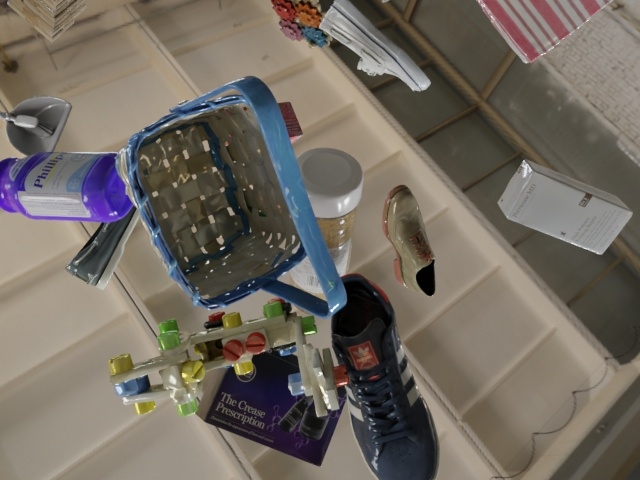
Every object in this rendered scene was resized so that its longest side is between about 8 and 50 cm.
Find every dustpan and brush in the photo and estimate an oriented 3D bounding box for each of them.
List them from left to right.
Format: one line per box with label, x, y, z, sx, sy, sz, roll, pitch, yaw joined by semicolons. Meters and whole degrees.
dustpan and brush;-0.671;-0.266;1.158;0.211;0.060;0.147;14;-99;27

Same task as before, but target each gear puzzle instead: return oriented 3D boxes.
gear puzzle;-0.076;-0.650;1.397;0.175;0.339;0.044;23;-106;21

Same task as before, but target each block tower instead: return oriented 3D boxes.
block tower;-0.404;-0.434;0.778;0.097;0.335;0.091;41;-116;-20

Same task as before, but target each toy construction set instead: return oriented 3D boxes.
toy construction set;-0.121;0.172;0.773;0.328;0.215;0.151;1;-86;1

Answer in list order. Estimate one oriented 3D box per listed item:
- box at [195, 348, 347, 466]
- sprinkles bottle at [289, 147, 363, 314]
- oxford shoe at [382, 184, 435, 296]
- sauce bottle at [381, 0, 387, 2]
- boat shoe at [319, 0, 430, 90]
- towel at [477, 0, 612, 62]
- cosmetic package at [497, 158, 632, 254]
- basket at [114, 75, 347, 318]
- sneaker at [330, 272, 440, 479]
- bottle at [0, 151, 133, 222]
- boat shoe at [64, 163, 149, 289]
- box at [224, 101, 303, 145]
box;-0.091;0.319;1.056;0.261;0.103;0.184;28;-109;-18
sprinkles bottle;0.000;0.000;0.953;0.121;0.355;0.121;2;-129;-2
oxford shoe;0.266;0.006;1.435;0.123;0.348;0.130;-32;-144;-16
sauce bottle;0.025;-0.271;0.461;0.042;0.042;0.128;-40;-92;-25
boat shoe;0.097;-0.339;0.943;0.226;0.083;0.076;42;-73;-2
towel;0.367;-0.396;0.811;0.144;0.197;0.029;48;-146;-8
cosmetic package;0.512;-0.070;1.093;0.231;0.117;0.085;19;-152;-7
basket;-0.102;-0.049;0.592;0.201;0.289;0.254;-30;-63;-27
sneaker;0.082;0.208;0.798;0.131;0.148;0.350;-22;-122;6
bottle;-0.446;-0.090;0.851;0.283;0.092;0.118;3;-132;14
boat shoe;-0.458;-0.054;1.148;0.099;0.116;0.319;25;-99;-19
box;-0.200;-0.333;1.586;0.257;0.128;0.122;-19;-94;-36
